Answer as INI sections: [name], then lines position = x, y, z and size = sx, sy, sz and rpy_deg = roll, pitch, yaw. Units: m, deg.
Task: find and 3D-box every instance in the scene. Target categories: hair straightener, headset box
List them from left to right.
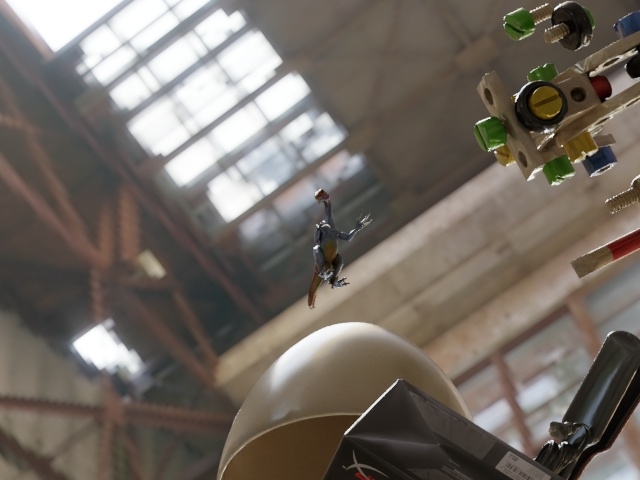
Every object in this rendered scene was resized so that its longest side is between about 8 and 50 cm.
[headset box]
position = 0.069, 0.279, 1.307
size = 0.218, 0.293, 0.110
rpy_deg = 32, -153, 12
[hair straightener]
position = 0.198, 0.172, 1.607
size = 0.047, 0.230, 0.089
rpy_deg = 36, 178, 38

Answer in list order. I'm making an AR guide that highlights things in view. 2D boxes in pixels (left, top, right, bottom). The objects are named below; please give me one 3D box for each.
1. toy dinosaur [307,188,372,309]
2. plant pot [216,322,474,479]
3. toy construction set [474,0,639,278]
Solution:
[toy dinosaur]
position = 0.000, 0.000, 1.671
size = 0.047, 0.090, 0.082
rpy_deg = 21, -138, -39
[plant pot]
position = 0.038, 0.199, 2.038
size = 0.284, 0.284, 0.191
rpy_deg = 45, -147, -35
[toy construction set]
position = 0.278, -0.102, 2.210
size = 0.257, 0.237, 0.309
rpy_deg = 5, 118, 62
